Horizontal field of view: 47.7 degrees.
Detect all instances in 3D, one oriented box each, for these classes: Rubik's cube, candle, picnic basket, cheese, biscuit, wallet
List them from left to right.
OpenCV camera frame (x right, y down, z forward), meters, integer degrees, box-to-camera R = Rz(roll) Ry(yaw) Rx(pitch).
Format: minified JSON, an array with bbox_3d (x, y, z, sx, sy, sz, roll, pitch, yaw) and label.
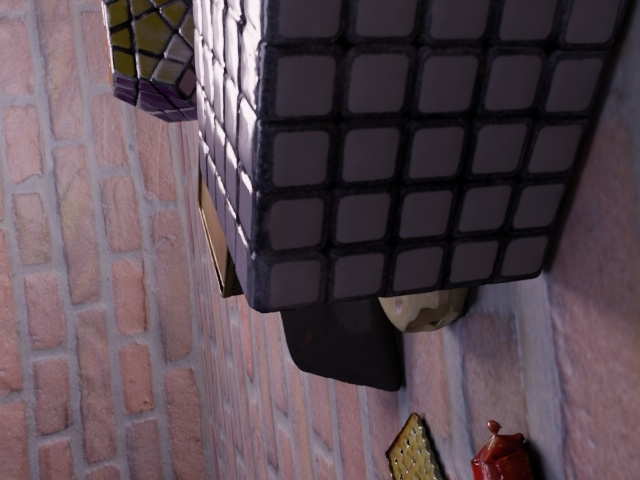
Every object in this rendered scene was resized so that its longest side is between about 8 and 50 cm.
[{"bbox_3d":[-0.270,-0.379,1.372,0.264,0.319,0.319,-38,56,40],"label":"Rubik's cube"},{"bbox_3d":[-0.116,-0.044,1.209,0.165,0.139,0.267,101,156,-44],"label":"picnic basket"},{"bbox_3d":[0.000,0.000,0.874,0.197,0.051,0.378,1,104,49],"label":"wallet"},{"bbox_3d":[0.036,-0.112,0.537,0.237,0.236,0.238,-122,30,-53],"label":"Rubik's cube"},{"bbox_3d":[0.081,-0.022,0.720,0.137,0.064,0.227,114,147,-56],"label":"cheese"},{"bbox_3d":[0.118,0.302,0.790,0.144,0.016,0.203,105,154,-50],"label":"biscuit"},{"bbox_3d":[0.153,0.212,0.589,0.052,0.052,0.131,131,131,-67],"label":"candle"}]
